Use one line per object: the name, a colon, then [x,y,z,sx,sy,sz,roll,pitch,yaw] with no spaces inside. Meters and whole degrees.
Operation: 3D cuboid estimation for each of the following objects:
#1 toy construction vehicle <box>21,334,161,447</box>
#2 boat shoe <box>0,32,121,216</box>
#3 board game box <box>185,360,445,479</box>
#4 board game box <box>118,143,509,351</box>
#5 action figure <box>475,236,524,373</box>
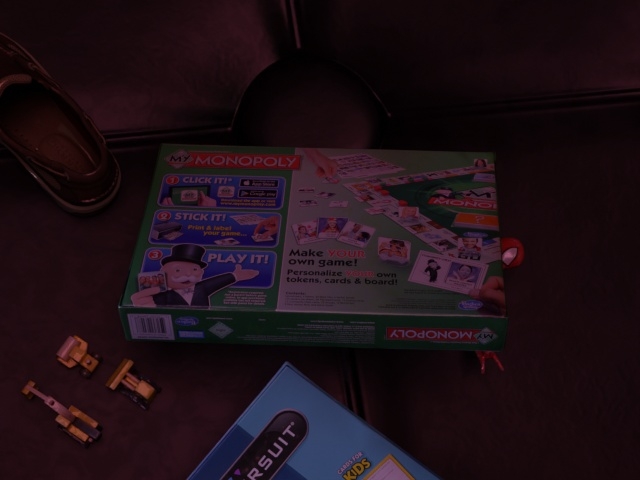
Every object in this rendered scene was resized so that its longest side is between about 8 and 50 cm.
toy construction vehicle: [-0.205,0.134,1.023,0.098,0.035,0.086,37,72,3]
boat shoe: [-0.284,-0.136,1.058,0.257,0.095,0.095,40,73,4]
board game box: [0.023,0.298,0.933,0.336,0.079,0.254,34,71,24]
board game box: [0.000,0.000,1.008,0.317,0.046,0.214,2,43,4]
action figure: [0.068,0.059,1.047,0.280,0.091,0.139,-12,54,-11]
